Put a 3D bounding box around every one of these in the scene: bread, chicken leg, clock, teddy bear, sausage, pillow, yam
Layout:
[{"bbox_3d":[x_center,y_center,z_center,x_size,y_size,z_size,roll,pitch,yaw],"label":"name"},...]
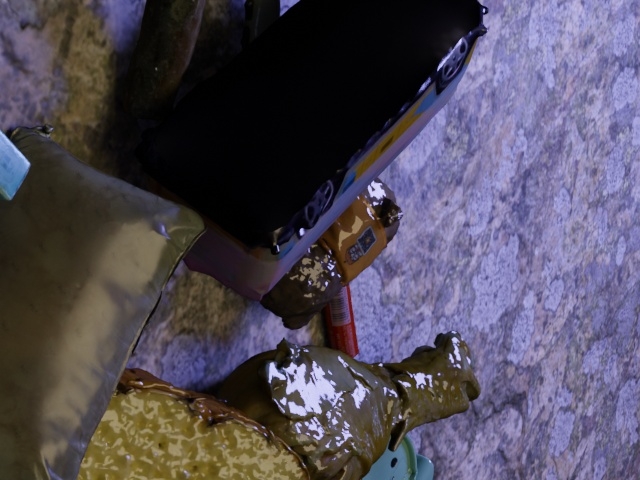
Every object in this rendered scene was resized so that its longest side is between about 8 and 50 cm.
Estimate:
[{"bbox_3d":[-0.152,0.203,1.316,0.261,0.147,0.160,18,91,-29],"label":"bread"},{"bbox_3d":[0.042,0.176,1.564,0.429,0.153,0.201,-11,102,-48],"label":"chicken leg"},{"bbox_3d":[0.052,0.280,1.695,0.159,0.066,0.211,-60,140,-26],"label":"clock"},{"bbox_3d":[0.000,0.000,1.500,0.190,0.140,0.177,-52,140,-21],"label":"teddy bear"},{"bbox_3d":[0.020,0.073,1.623,0.034,0.034,0.129,-36,126,-44],"label":"sausage"},{"bbox_3d":[-0.231,0.062,1.183,0.185,0.075,0.302,27,72,-8],"label":"pillow"},{"bbox_3d":[-0.123,-0.233,1.264,0.061,0.061,0.274,-13,126,-52],"label":"yam"}]

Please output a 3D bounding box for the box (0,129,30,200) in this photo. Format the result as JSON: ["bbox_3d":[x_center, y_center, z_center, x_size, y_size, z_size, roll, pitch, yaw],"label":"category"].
[{"bbox_3d":[-0.327,-0.110,0.983,0.229,0.162,0.041,53,50,-45],"label":"box"}]

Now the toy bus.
[{"bbox_3d":[-0.004,-0.121,1.387,0.386,0.171,0.162,-46,168,-29],"label":"toy bus"}]

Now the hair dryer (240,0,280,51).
[{"bbox_3d":[-0.093,-0.246,1.371,0.219,0.088,0.224,8,108,-48],"label":"hair dryer"}]
